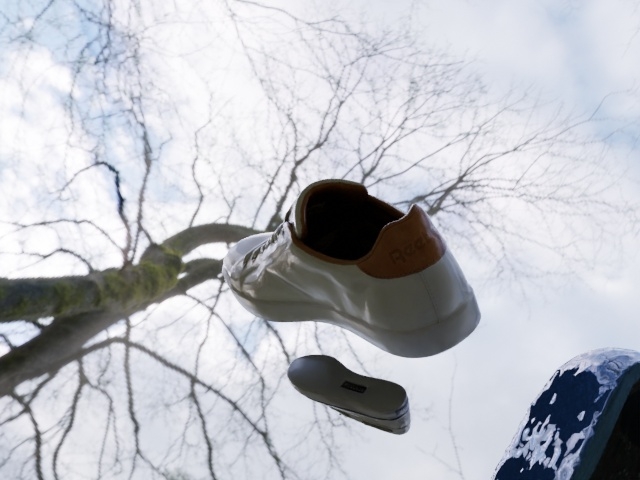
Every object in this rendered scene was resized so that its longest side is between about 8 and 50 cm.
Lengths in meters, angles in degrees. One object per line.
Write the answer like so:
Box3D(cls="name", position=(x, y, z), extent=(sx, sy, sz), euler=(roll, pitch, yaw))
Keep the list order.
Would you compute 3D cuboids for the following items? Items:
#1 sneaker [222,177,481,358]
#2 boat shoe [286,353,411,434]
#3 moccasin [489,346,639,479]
Box3D(cls="sneaker", position=(0.000, 0.000, 0.598), extent=(0.290, 0.106, 0.123), euler=(6, -53, 52))
Box3D(cls="boat shoe", position=(0.019, 0.107, 0.505), extent=(0.100, 0.035, 0.035), euler=(10, -50, 37))
Box3D(cls="moccasin", position=(0.107, 0.222, 0.361), extent=(0.117, 0.138, 0.342), euler=(29, -82, -3))
